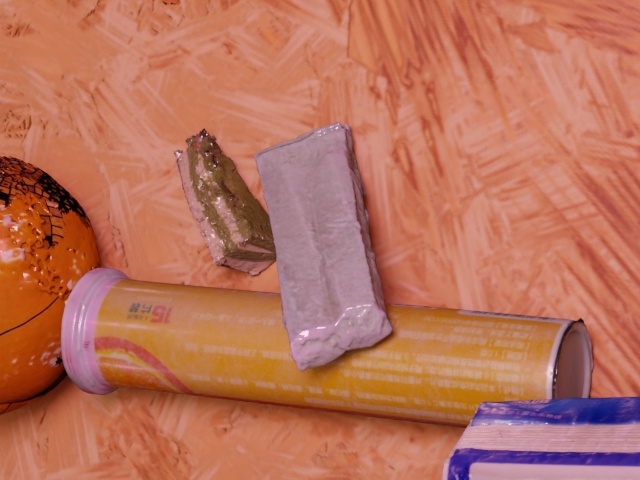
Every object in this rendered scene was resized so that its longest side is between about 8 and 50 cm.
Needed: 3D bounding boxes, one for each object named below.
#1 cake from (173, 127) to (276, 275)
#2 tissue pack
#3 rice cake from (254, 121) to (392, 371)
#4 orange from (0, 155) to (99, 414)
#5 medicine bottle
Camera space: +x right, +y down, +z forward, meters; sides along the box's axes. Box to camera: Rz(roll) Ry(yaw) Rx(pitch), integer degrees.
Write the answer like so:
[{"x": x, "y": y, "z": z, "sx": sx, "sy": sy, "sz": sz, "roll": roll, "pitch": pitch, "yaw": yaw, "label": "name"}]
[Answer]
[{"x": -0.088, "y": -0.035, "z": 1.473, "sx": 0.051, "sy": 0.055, "sz": 0.140, "roll": -45, "pitch": 67, "yaw": 24, "label": "cake"}, {"x": 0.243, "y": 0.202, "z": 1.210, "sx": 0.270, "sy": 0.137, "sz": 0.209, "roll": -4, "pitch": 121, "yaw": 28, "label": "tissue pack"}, {"x": 0.000, "y": 0.000, "z": 1.371, "sx": 0.085, "sy": 0.040, "sz": 0.226, "roll": -18, "pitch": 46, "yaw": 7, "label": "rice cake"}, {"x": -0.303, "y": 0.040, "z": 1.512, "sx": 0.234, "sy": 0.182, "sz": 0.234, "roll": 0, "pitch": 92, "yaw": 15, "label": "orange"}, {"x": -0.002, "y": 0.090, "z": 1.388, "sx": 0.426, "sy": 0.108, "sz": 0.108, "roll": 4, "pitch": 88, "yaw": 27, "label": "medicine bottle"}]
